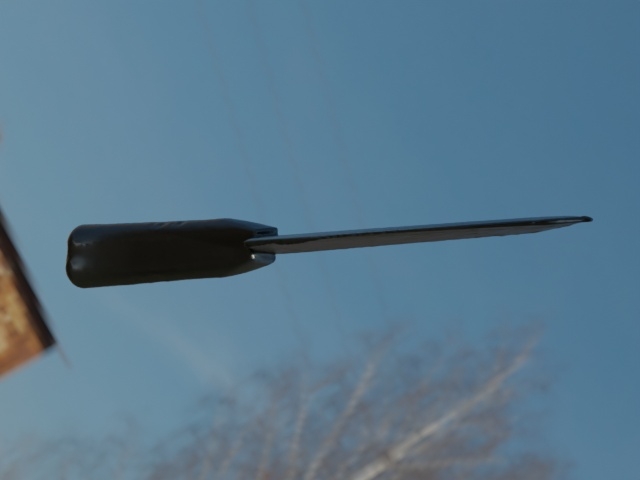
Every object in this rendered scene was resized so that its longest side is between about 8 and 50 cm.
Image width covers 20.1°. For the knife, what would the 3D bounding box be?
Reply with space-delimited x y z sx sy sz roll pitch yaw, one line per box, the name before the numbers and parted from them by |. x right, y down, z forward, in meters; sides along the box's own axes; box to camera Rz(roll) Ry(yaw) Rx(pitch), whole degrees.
knife | 0.000 0.000 0.770 0.060 0.230 0.028 7 80 -81
